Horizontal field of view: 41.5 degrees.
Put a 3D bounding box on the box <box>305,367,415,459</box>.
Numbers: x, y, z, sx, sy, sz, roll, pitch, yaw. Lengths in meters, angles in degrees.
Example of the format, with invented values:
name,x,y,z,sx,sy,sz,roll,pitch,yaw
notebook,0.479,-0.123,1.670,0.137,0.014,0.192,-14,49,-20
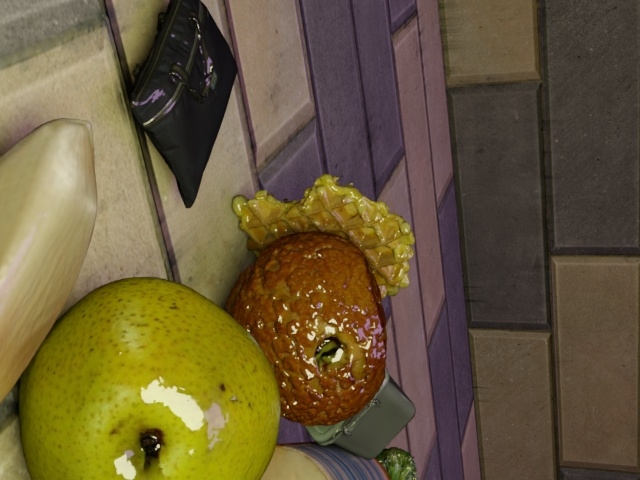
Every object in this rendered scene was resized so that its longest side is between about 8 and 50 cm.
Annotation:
name,x,y,z,sx,sy,sz,roll,pitch,yaw
box,0.042,0.246,1.412,0.163,0.243,0.135,-46,127,1

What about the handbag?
name,x,y,z,sx,sy,sz,roll,pitch,yaw
handbag,-0.181,-0.205,1.125,0.211,0.088,0.254,70,26,-56

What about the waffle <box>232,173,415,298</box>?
name,x,y,z,sx,sy,sz,roll,pitch,yaw
waffle,0.009,0.001,1.345,0.282,0.300,0.058,72,31,-46

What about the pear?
name,x,y,z,sx,sy,sz,roll,pitch,yaw
pear,-0.175,0.182,0.878,0.294,0.294,0.294,0,90,-70

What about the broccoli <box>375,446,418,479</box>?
name,x,y,z,sx,sy,sz,roll,pitch,yaw
broccoli,0.123,0.557,1.696,0.269,0.254,0.269,-171,-90,-66

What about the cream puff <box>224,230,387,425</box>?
name,x,y,z,sx,sy,sz,roll,pitch,yaw
cream puff,-0.034,0.132,1.238,0.303,0.212,0.303,172,-90,-73

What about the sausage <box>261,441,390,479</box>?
name,x,y,z,sx,sy,sz,roll,pitch,yaw
sausage,-0.021,0.436,1.350,0.287,0.233,0.233,26,66,-67

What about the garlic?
name,x,y,z,sx,sy,sz,roll,pitch,yaw
garlic,-0.289,0.031,0.786,0.143,0.112,0.318,99,0,-63
